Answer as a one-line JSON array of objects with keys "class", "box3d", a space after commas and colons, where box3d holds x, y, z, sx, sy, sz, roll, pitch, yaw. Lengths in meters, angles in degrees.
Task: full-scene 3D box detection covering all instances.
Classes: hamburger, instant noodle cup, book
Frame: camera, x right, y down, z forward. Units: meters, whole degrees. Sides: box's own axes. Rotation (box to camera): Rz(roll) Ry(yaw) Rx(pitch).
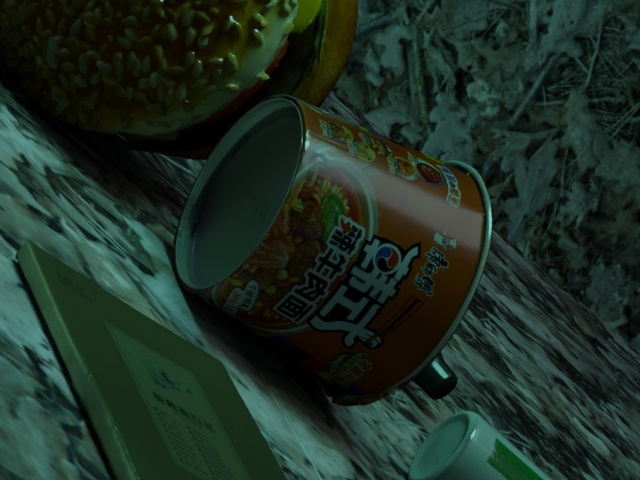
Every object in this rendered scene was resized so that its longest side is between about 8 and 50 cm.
[{"class": "hamburger", "box3d": [-0.144, -0.239, 1.857, 0.330, 0.330, 0.250, 47, 10, 16]}, {"class": "instant noodle cup", "box3d": [0.000, 0.000, 1.738, 0.192, 0.250, 0.250, 28, 16, -27]}, {"class": "book", "box3d": [-0.094, 0.137, 1.360, 0.217, 0.021, 0.310, 36, 13, -39]}]

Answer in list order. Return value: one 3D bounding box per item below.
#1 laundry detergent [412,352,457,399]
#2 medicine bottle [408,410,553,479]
[{"class": "laundry detergent", "box3d": [0.065, 0.081, 2.099, 0.226, 0.070, 0.099, 50, 3, 24]}, {"class": "medicine bottle", "box3d": [0.200, 0.268, 1.793, 0.260, 0.095, 0.095, 41, 10, -13]}]
